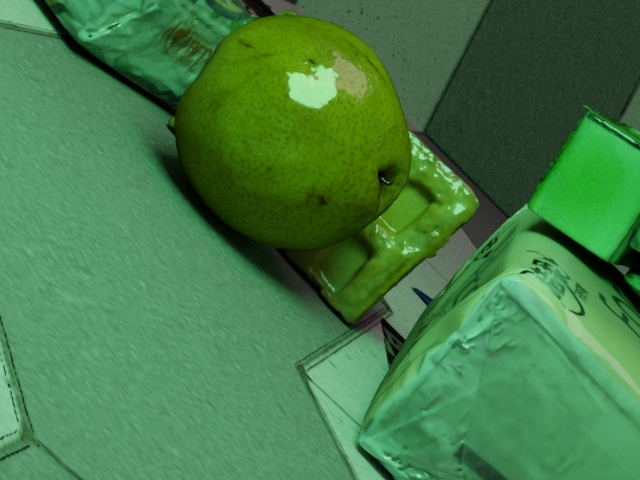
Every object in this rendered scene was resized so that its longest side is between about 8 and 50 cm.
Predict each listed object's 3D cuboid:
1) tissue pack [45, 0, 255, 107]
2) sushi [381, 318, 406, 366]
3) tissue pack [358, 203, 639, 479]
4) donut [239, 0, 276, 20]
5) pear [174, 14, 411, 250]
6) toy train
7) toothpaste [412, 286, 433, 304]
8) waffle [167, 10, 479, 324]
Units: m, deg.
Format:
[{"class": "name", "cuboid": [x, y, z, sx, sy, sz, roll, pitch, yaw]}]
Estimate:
[{"class": "tissue pack", "cuboid": [-0.209, -0.282, 1.765, 0.311, 0.128, 0.228, 51, 12, 31]}, {"class": "sushi", "cuboid": [0.149, 0.156, 1.767, 0.210, 0.040, 0.193, 44, 10, -10]}, {"class": "tissue pack", "cuboid": [0.224, 0.163, 1.512, 0.332, 0.205, 0.405, 44, 13, 0]}, {"class": "donut", "cuboid": [-0.114, -0.271, 2.260, 0.230, 0.096, 0.216, 46, 11, -1]}, {"class": "pear", "cuboid": [-0.020, -0.088, 1.567, 0.209, 0.209, 0.209, 45, 9, -9]}, {"class": "toy train", "cuboid": [0.295, -0.019, 1.574, 0.188, 0.132, 0.243, 36, 10, 20]}, {"class": "toothpaste", "cuboid": [0.140, 0.082, 2.136, 0.083, 0.015, 0.024, 44, 9, 21]}, {"class": "waffle", "cuboid": [0.004, -0.069, 1.698, 0.274, 0.168, 0.057, 47, 3, 11]}]
